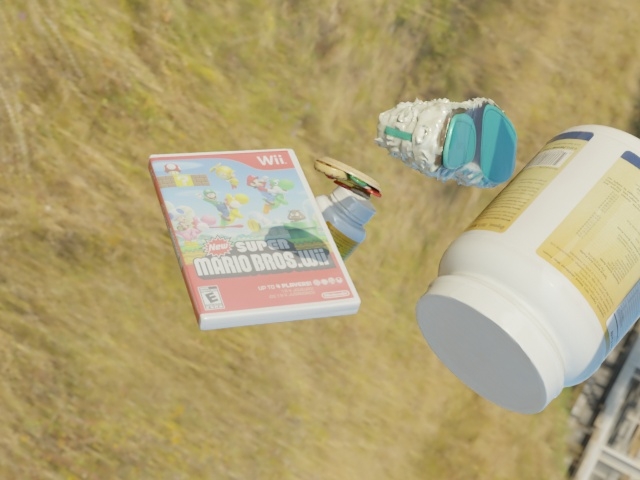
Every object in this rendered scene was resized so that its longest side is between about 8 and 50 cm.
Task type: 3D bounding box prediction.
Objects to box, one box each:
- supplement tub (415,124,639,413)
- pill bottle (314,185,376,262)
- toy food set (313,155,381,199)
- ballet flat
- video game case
[{"bbox_3d":[0.287,0.034,1.350,0.316,0.228,0.228,-44,159,-23],"label":"supplement tub"},{"bbox_3d":[0.000,0.000,1.988,0.215,0.117,0.117,-48,169,14],"label":"pill bottle"},{"bbox_3d":[0.031,-0.069,1.225,0.020,0.082,0.083,-64,-179,-2],"label":"toy food set"},{"bbox_3d":[0.194,-0.160,1.702,0.147,0.147,0.409,-65,158,9],"label":"ballet flat"},{"bbox_3d":[-0.089,-0.011,1.402,0.204,0.285,0.025,-5,137,-22],"label":"video game case"}]
